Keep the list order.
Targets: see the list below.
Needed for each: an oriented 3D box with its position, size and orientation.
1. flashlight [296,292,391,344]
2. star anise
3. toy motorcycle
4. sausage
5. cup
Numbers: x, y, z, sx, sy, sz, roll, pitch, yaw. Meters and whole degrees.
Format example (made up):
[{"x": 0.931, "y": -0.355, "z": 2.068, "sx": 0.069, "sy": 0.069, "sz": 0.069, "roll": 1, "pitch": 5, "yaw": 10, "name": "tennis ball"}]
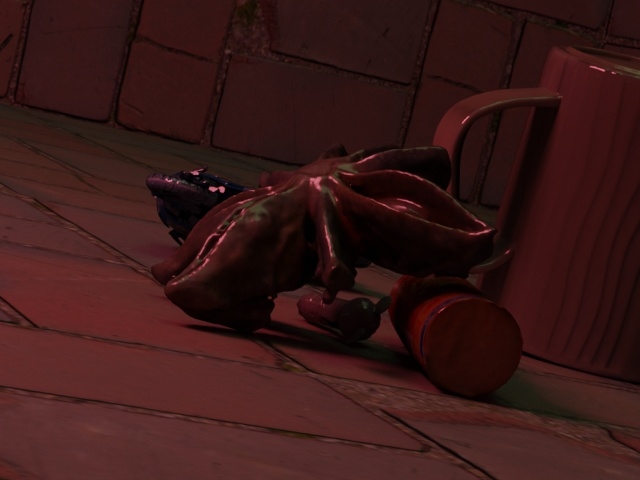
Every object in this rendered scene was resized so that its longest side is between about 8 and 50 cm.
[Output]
[{"x": 0.016, "y": 0.060, "z": 1.552, "sx": 0.031, "sy": 0.052, "sz": 0.110, "roll": 51, "pitch": -19, "yaw": -23, "name": "flashlight"}, {"x": -0.005, "y": 0.001, "z": 1.471, "sx": 0.257, "sy": 0.111, "sz": 0.198, "roll": -20, "pitch": 23, "yaw": 4, "name": "star anise"}, {"x": -0.067, "y": -0.017, "z": 1.881, "sx": 0.254, "sy": 0.092, "sz": 0.135, "roll": 21, "pitch": -9, "yaw": -29, "name": "toy motorcycle"}, {"x": 0.095, "y": 0.061, "z": 1.512, "sx": 0.074, "sy": 0.074, "sz": 0.274, "roll": 13, "pitch": 4, "yaw": -6, "name": "sausage"}, {"x": 0.237, "y": -0.030, "z": 1.776, "sx": 0.288, "sy": 0.273, "sz": 0.208, "roll": 15, "pitch": 12, "yaw": 5, "name": "cup"}]
